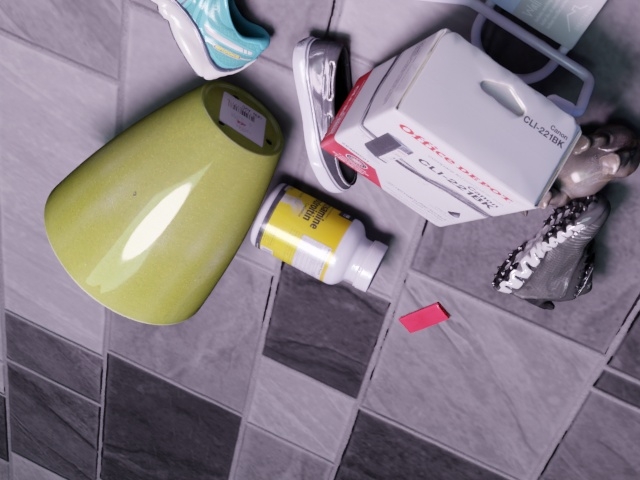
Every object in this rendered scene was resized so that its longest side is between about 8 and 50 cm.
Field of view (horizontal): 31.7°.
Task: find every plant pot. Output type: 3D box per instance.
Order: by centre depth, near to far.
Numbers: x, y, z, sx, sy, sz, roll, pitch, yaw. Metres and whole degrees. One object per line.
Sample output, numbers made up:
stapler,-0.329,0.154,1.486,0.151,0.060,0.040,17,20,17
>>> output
plant pot,-0.193,-0.077,1.576,0.275,0.274,0.293,40,121,-8

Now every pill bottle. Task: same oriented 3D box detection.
pill bottle,0.000,0.000,1.620,0.184,0.103,0.103,27,138,6

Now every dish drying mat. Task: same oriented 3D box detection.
dish drying mat,0.157,0.117,1.708,0.032,0.008,0.083,48,137,-15

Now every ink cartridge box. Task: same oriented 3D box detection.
ink cartridge box,0.142,-0.121,1.316,0.197,0.114,0.273,33,167,-12

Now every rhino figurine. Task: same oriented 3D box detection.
rhino figurine,0.287,-0.076,1.386,0.243,0.106,0.073,-27,83,45

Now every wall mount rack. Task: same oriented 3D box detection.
wall mount rack,0.208,-0.296,1.202,0.304,0.130,0.350,32,137,2

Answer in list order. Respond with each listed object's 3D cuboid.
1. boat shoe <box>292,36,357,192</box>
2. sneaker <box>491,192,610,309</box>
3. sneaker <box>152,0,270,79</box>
boat shoe,0.026,-0.161,1.481,0.076,0.080,0.228,6,124,28
sneaker,0.324,0.020,1.471,0.106,0.078,0.234,32,142,-4
sneaker,-0.161,-0.336,1.428,0.110,0.107,0.275,-21,123,20
